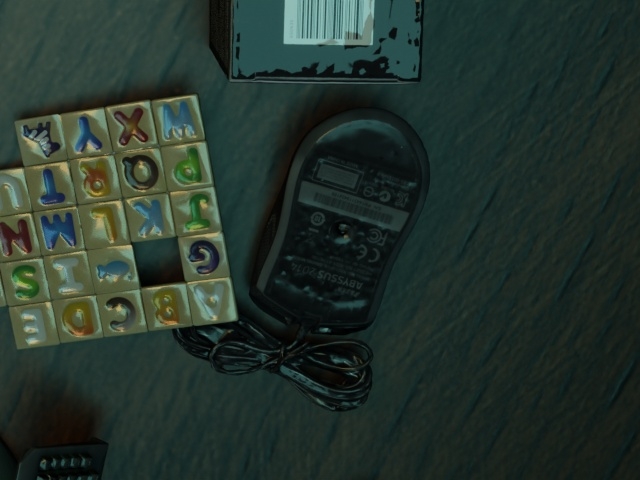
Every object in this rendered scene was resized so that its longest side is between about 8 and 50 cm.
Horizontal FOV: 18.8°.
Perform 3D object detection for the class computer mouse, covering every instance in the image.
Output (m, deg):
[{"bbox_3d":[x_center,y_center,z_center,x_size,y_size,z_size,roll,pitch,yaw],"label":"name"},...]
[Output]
[{"bbox_3d":[0.000,0.000,1.667,0.188,0.072,0.272,22,109,-10],"label":"computer mouse"}]

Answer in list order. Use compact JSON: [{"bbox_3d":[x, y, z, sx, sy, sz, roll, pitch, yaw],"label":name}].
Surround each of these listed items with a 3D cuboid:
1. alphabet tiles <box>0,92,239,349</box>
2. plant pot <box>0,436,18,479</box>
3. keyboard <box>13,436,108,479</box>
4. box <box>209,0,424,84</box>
[{"bbox_3d":[-0.201,-0.011,1.635,0.237,0.009,0.198,-8,103,8],"label":"alphabet tiles"},{"bbox_3d":[-0.384,0.277,1.606,0.290,0.195,0.290,-2,102,-7],"label":"plant pot"},{"bbox_3d":[-0.229,0.324,1.656,0.033,0.201,0.317,16,95,24],"label":"keyboard"},{"bbox_3d":[-0.008,-0.192,1.548,0.153,0.207,0.108,0,103,-7],"label":"box"}]
